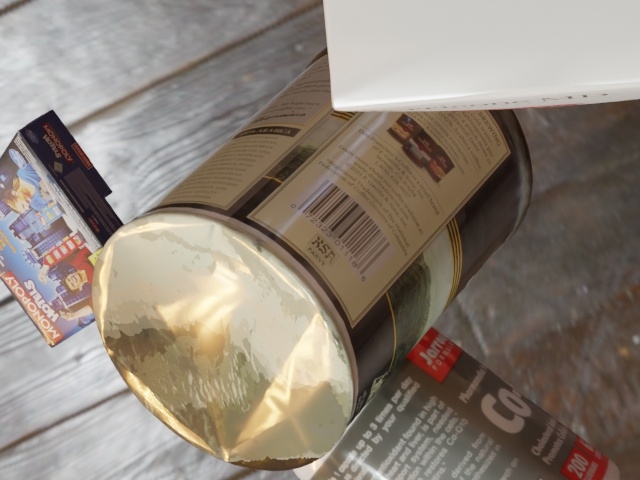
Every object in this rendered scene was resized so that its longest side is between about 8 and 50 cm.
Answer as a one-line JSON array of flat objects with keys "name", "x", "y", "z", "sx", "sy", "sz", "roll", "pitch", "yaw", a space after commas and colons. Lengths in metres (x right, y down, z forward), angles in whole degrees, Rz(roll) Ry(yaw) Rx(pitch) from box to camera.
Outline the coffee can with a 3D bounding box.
[{"name": "coffee can", "x": 0.000, "y": 0.000, "z": 1.244, "sx": 0.202, "sy": 0.275, "sz": 0.201, "roll": 19, "pitch": 130, "yaw": 24}]

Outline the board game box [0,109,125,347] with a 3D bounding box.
[{"name": "board game box", "x": -0.281, "y": 0.000, "z": 1.766, "sx": 0.194, "sy": 0.060, "sz": 0.194, "roll": -30, "pitch": 97, "yaw": 39}]

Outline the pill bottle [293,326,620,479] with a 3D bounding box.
[{"name": "pill bottle", "x": 0.080, "y": 0.161, "z": 1.407, "sx": 0.283, "sy": 0.161, "sz": 0.161, "roll": 37, "pitch": 98, "yaw": 3}]

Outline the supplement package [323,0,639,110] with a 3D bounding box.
[{"name": "supplement package", "x": 0.106, "y": -0.144, "z": 0.736, "sx": 0.178, "sy": 0.293, "sz": 0.175, "roll": -3, "pitch": 93, "yaw": 12}]
